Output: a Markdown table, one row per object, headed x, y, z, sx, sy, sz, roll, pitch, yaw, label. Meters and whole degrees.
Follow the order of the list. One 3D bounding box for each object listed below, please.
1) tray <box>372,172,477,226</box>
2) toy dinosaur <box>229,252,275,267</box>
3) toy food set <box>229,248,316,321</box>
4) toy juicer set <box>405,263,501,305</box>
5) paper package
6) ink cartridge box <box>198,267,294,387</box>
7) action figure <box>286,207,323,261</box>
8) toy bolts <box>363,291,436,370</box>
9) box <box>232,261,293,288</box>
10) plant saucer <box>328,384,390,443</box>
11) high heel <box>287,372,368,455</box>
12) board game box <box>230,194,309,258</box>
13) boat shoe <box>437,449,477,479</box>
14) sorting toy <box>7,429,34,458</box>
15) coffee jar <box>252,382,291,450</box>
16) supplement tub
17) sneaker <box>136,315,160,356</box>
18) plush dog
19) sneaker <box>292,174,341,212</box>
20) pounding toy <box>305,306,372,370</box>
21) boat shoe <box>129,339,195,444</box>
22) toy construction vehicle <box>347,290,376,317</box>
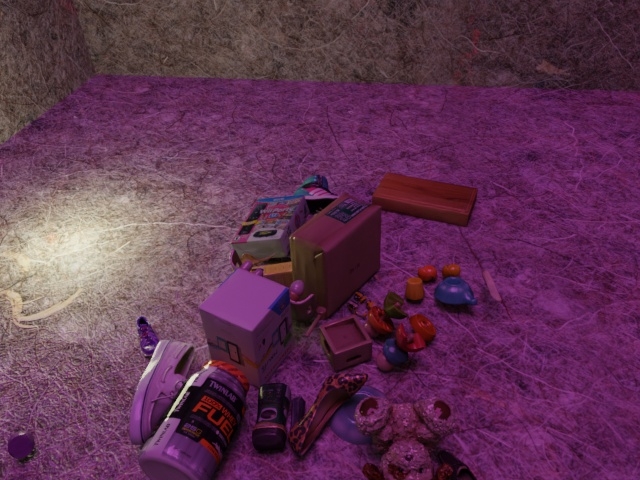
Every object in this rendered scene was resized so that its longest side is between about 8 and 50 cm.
| x | y | z | sx | sy | sz | roll | pitch | yaw | label |
| --- | --- | --- | --- | --- | --- | --- | --- | --- | --- |
| 0.449 | -0.184 | 2.307 | 0.410 | 0.076 | 0.203 | 14 | 42 | 19 | tray |
| -0.258 | 0.084 | 2.015 | 0.182 | 0.093 | 0.053 | 2 | 39 | 8 | toy dinosaur |
| -0.153 | 0.147 | 1.769 | 0.306 | 0.220 | 0.092 | 30 | 71 | 13 | toy food set |
| 0.476 | 0.163 | 1.871 | 0.328 | 0.090 | 0.209 | 6 | 26 | 25 | toy juicer set |
| 0.058 | 0.044 | 1.866 | 0.168 | 0.310 | 0.324 | 26 | 46 | 31 | paper package |
| -0.218 | 0.269 | 1.641 | 0.197 | 0.270 | 0.198 | 19 | 44 | 24 | ink cartridge box |
| 0.000 | 0.000 | 2.053 | 0.099 | 0.185 | 0.285 | -5 | 42 | 52 | action figure |
| 0.247 | 0.315 | 1.694 | 0.218 | 0.158 | 0.229 | 34 | 24 | -17 | toy bolts |
| -0.199 | 0.140 | 1.949 | 0.232 | 0.088 | 0.058 | -9 | 37 | -5 | box |
| 0.114 | 0.484 | 1.530 | 0.194 | 0.038 | 0.195 | -2 | 39 | 2 | plant saucer |
| 0.027 | 0.473 | 1.458 | 0.261 | 0.093 | 0.186 | -30 | 29 | 17 | high heel |
| -0.196 | -0.056 | 2.146 | 0.223 | 0.098 | 0.303 | -4 | 35 | 22 | board game box |
| 0.359 | 0.590 | 1.365 | 0.056 | 0.049 | 0.152 | -25 | 43 | -23 | boat shoe |
| -0.967 | 0.612 | 1.440 | 0.365 | 0.127 | 0.126 | -24 | 13 | -27 | sorting toy |
| -0.136 | 0.496 | 1.501 | 0.096 | 0.079 | 0.185 | -6 | 37 | 9 | coffee jar |
| -0.324 | 0.491 | 1.434 | 0.193 | 0.194 | 0.316 | 9 | 41 | 16 | supplement tub |
| -0.578 | 0.317 | 1.771 | 0.068 | 0.071 | 0.170 | -24 | 44 | -24 | sneaker |
| 0.214 | 0.535 | 1.373 | 0.262 | 0.211 | 0.226 | 1 | 58 | 2 | plush dog |
| 0.027 | -0.201 | 2.333 | 0.295 | 0.124 | 0.179 | 6 | 49 | 14 | sneaker |
| 0.039 | 0.309 | 1.708 | 0.180 | 0.094 | 0.206 | -16 | 40 | -16 | pounding toy |
| -0.436 | 0.438 | 1.575 | 0.156 | 0.136 | 0.367 | 1 | 29 | 2 | boat shoe |
| 0.139 | 0.225 | 1.860 | 0.098 | 0.035 | 0.085 | 29 | 38 | 31 | toy construction vehicle |
